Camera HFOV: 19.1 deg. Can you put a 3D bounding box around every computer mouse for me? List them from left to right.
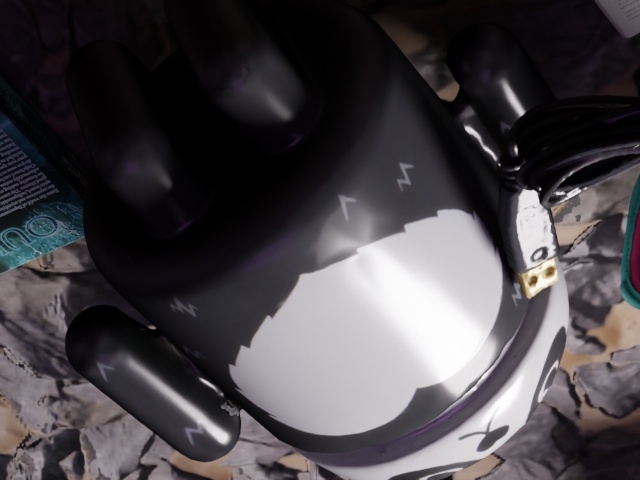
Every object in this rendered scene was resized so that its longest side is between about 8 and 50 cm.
[{"bbox_3d":[0.179,0.031,0.838,0.184,0.060,0.262,-7,138,19],"label":"computer mouse"}]

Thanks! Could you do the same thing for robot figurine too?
[{"bbox_3d":[0.002,0.000,0.893,0.209,0.173,0.278,-8,140,37],"label":"robot figurine"}]

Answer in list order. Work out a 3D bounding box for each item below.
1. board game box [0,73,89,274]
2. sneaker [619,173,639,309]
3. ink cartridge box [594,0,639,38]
[{"bbox_3d":[-0.217,-0.017,0.968,0.186,0.026,0.126,-22,133,18],"label":"board game box"},{"bbox_3d":[0.245,0.016,0.967,0.178,0.123,0.295,3,154,16],"label":"sneaker"},{"bbox_3d":[0.137,-0.166,0.816,0.099,0.056,0.135,-27,131,21],"label":"ink cartridge box"}]
